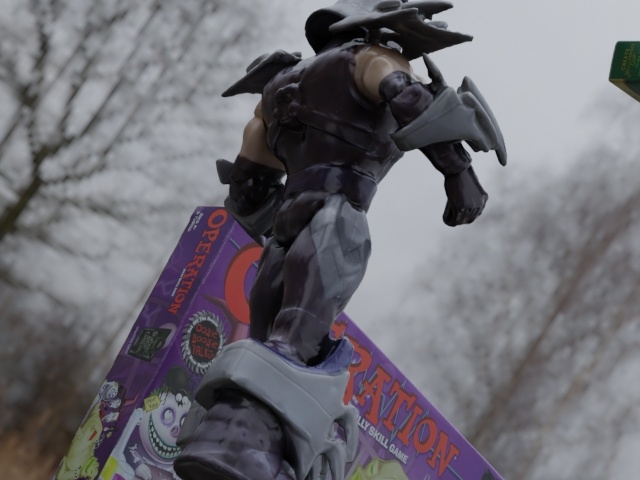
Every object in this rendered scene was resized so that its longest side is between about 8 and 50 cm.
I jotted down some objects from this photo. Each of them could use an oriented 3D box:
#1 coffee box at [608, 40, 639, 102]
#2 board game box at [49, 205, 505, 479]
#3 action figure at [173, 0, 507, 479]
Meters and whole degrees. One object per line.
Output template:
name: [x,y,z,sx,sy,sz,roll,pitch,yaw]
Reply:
coffee box: [0.349,-0.132,1.624,0.184,0.040,0.113,5,-14,40]
board game box: [-0.009,0.161,1.226,0.056,0.208,0.347,-3,-37,41]
action figure: [0.000,0.000,0.891,0.099,0.285,0.185,23,-23,-18]
